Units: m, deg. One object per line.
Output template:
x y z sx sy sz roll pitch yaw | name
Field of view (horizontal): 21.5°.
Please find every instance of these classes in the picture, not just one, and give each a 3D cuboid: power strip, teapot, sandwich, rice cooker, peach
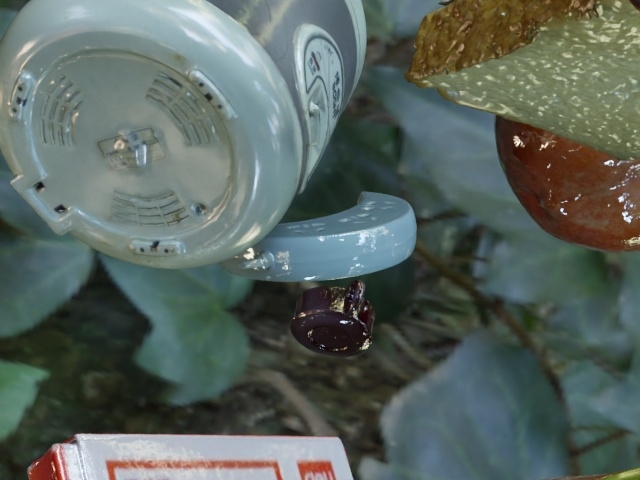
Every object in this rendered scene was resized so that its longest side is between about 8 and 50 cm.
0.000 0.000 1.520 0.216 0.137 0.044 -15 109 -38 | power strip
0.013 0.060 1.371 0.068 0.100 0.045 21 51 -14 | teapot
0.211 -0.135 1.122 0.226 0.251 0.087 18 75 -24 | sandwich
-0.112 -0.142 1.429 0.277 0.288 0.288 -62 140 -52 | rice cooker
0.280 -0.109 1.583 0.252 0.252 0.252 -12 107 -43 | peach

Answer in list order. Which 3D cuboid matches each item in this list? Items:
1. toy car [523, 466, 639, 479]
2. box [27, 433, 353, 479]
0.164 0.177 0.883 0.235 0.235 0.145 -17 95 -42 | toy car
-0.062 0.175 0.964 0.229 0.050 0.123 9 57 -47 | box
